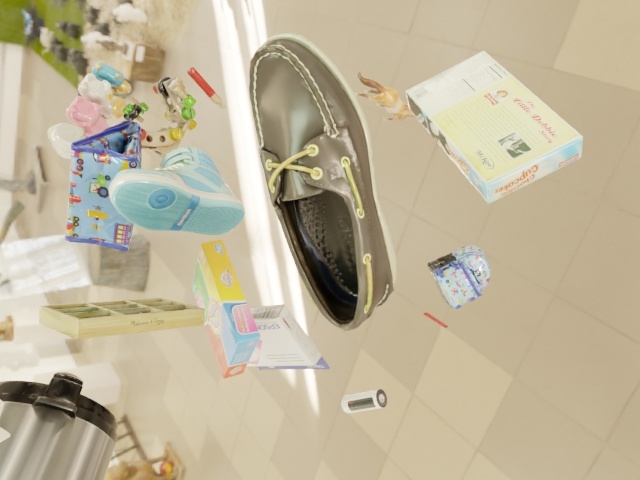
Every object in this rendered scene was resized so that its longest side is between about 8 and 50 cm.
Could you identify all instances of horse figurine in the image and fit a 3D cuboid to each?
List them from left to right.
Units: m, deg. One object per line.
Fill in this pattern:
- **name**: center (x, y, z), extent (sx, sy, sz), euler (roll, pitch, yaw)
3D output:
- **horse figurine**: center (0.222, -0.458, 1.738), extent (0.175, 0.263, 0.066), euler (17, 81, 46)

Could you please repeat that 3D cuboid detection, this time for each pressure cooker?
- **pressure cooker**: center (-0.703, 0.535, 1.272), extent (0.370, 0.375, 0.420), euler (-7, 46, 15)

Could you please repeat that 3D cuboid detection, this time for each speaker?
- **speaker**: center (0.130, 0.482, 1.575), extent (0.136, 0.055, 0.055), euler (-23, 73, 37)

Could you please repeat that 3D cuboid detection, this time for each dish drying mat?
- **dish drying mat**: center (0.376, 0.260, 1.718), extent (0.083, 0.032, 0.008), euler (33, 103, 29)

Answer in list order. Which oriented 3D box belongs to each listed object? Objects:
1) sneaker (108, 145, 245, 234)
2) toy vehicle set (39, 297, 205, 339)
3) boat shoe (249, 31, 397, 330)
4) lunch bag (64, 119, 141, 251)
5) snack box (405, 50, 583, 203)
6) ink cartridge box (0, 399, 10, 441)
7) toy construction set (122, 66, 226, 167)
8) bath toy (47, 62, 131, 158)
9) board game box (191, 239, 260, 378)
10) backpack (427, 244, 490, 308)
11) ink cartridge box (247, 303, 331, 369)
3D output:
- **sneaker**: center (-0.323, -0.126, 1.115), extent (0.127, 0.319, 0.208), euler (-43, 61, 20)
- **toy vehicle set**: center (-0.387, 0.150, 1.044), extent (0.166, 0.267, 0.035), euler (5, 92, 40)
- **boat shoe**: center (0.000, -0.041, 0.398), extent (0.081, 0.068, 0.227), euler (-12, 109, 29)
- **lunch bag**: center (-0.470, -0.144, 1.224), extent (0.293, 0.138, 0.220), euler (-101, 25, -65)
- **snack box**: center (0.319, -0.229, 1.013), extent (0.187, 0.060, 0.321), euler (-27, 50, 2)
- **ink cartridge box**: center (-0.718, 0.335, 1.035), extent (0.198, 0.115, 0.067), euler (32, 110, 10)
- **toy construction set**: center (-0.400, -0.326, 1.515), extent (0.309, 0.237, 0.257), euler (-22, 41, 27)
- **bath toy**: center (-0.700, -0.373, 1.597), extent (0.129, 0.151, 0.348), euler (-35, 32, 48)
- **board game box**: center (-0.276, 0.195, 1.488), extent (0.316, 0.064, 0.242), euler (63, 148, 27)
- **backpack**: center (0.435, 0.104, 1.584), extent (0.158, 0.173, 0.117), euler (63, -177, -14)
- **ink cartridge box**: center (-0.177, 0.352, 1.753), extent (0.324, 0.071, 0.330), euler (-10, 125, 34)
